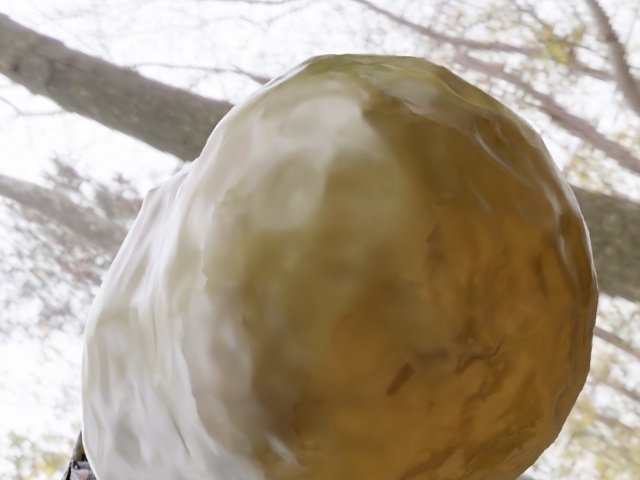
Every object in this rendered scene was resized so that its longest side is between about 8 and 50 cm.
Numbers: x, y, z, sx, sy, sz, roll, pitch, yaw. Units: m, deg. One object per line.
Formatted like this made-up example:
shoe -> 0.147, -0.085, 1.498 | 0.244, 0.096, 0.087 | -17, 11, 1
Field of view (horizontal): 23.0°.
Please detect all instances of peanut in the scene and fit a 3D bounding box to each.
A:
peanut -> 0.002, 0.026, 0.439 | 0.129, 0.224, 0.129 | 7, -112, -18

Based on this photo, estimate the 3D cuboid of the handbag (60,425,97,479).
handbag -> -0.032, 0.180, 0.993 | 0.229, 0.208, 0.126 | 20, -91, -48
